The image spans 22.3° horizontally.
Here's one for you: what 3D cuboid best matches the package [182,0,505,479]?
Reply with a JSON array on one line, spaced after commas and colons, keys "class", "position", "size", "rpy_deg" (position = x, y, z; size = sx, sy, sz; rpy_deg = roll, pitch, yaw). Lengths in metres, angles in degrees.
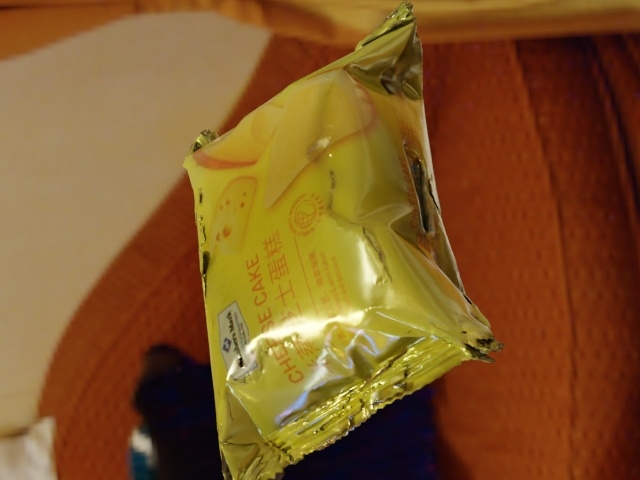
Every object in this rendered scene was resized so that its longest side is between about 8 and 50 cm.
[{"class": "package", "position": [0.000, 0.000, 0.806], "size": [0.168, 0.090, 0.226], "rpy_deg": [-32, 50, 28]}]
